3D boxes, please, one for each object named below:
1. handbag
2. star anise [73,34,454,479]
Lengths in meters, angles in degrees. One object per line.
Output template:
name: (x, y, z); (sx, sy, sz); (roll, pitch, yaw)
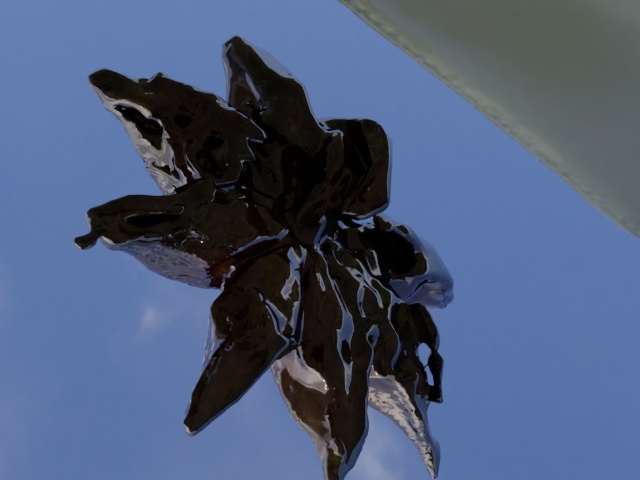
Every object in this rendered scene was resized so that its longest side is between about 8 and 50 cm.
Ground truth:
handbag: (0.036, -0.130, 0.507); (0.079, 0.256, 0.219); (-36, -139, 24)
star anise: (0.000, 0.000, 0.891); (0.102, 0.272, 0.272); (-35, -142, 35)
